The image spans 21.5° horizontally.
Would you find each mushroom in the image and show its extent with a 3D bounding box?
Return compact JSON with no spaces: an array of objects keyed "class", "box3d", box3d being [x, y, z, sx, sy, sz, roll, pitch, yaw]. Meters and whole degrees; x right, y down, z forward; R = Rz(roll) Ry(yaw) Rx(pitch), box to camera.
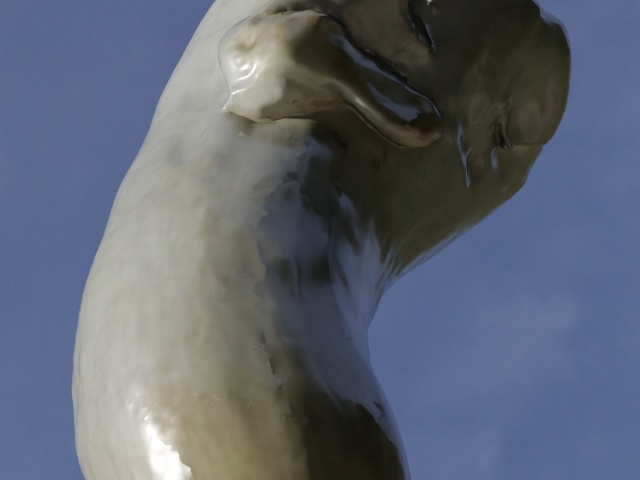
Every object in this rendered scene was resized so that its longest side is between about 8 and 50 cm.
[{"class":"mushroom","box3d":[-0.002,-0.002,0.403,0.096,0.278,0.099,39,-55,-13]}]
